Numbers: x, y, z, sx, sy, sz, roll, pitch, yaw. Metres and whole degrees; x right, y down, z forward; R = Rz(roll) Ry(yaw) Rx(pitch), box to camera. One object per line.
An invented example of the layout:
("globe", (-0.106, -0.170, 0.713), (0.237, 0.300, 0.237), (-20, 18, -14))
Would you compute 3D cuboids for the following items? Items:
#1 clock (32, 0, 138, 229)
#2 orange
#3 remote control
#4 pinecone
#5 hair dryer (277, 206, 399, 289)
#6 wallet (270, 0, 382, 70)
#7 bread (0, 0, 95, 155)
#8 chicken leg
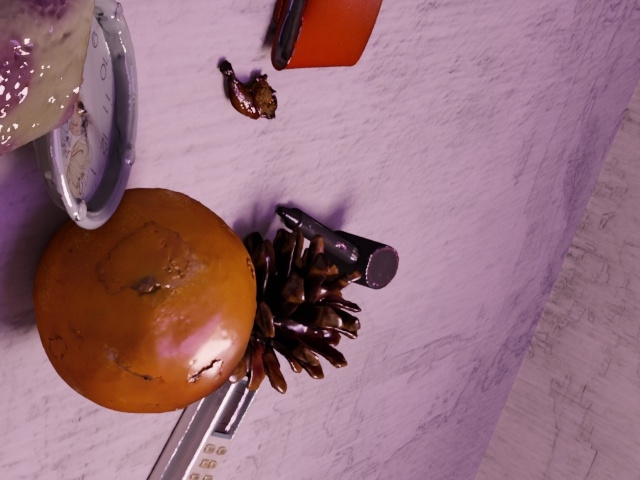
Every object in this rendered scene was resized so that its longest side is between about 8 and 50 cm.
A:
("clock", (-0.237, -0.130, 1.387), (0.236, 0.053, 0.236), (3, 90, -80))
("orange", (-0.187, 0.064, 1.523), (0.246, 0.246, 0.246), (-46, 152, -34))
("remote control", (-0.173, 0.298, 2.027), (0.277, 0.055, 0.103), (-62, 158, -2))
("pinecone", (-0.043, 0.093, 1.912), (0.202, 0.201, 0.229), (44, 49, -80))
("hair dryer", (0.001, 0.001, 2.062), (0.248, 0.114, 0.071), (28, 82, -48))
("wallet", (0.009, -0.287, 1.797), (0.204, 0.045, 0.142), (-16, 127, -61))
("bread", (-0.334, -0.128, 1.109), (0.338, 0.155, 0.187), (-31, 145, -51))
("chicken leg", (-0.085, -0.179, 1.728), (0.145, 0.037, 0.062), (8, 86, -66))
